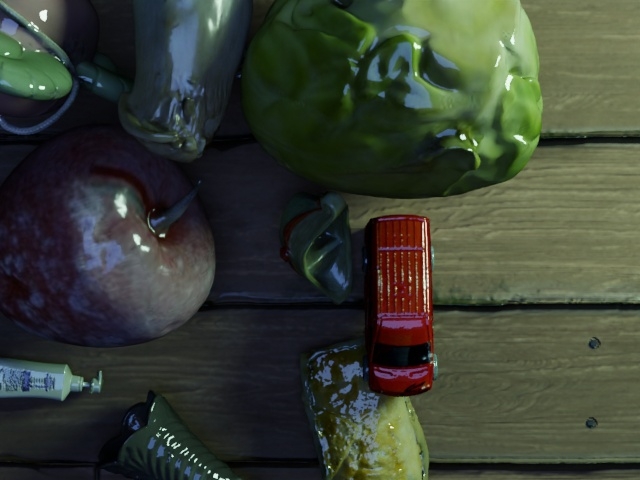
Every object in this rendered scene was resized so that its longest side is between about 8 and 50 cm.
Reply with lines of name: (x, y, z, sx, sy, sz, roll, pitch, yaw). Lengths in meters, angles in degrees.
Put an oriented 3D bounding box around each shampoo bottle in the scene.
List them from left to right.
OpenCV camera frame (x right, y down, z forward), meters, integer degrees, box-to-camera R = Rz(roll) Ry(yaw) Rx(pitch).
shampoo bottle: (-0.317, 0.160, 1.662, 0.141, 0.034, 0.049, 5, 94, -2)

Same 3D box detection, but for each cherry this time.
cherry: (-0.223, -0.002, 1.542, 0.285, 0.213, 0.236, -28, 82, 29)

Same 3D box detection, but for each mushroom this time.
mushroom: (-0.153, -0.272, 1.460, 0.177, 0.126, 0.397, -21, 72, 8)

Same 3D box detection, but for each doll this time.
doll: (-0.328, -0.184, 1.491, 0.268, 0.284, 0.216, 31, 105, 23)

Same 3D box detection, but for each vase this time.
vase: (-0.126, 0.278, 1.654, 0.237, 0.115, 0.115, 39, 98, -12)

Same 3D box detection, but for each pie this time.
pie: (0.057, 0.236, 1.664, 0.129, 0.068, 0.282, -13, 95, -3)

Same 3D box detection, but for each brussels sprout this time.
brussels sprout: (0.067, -0.163, 1.472, 0.328, 0.328, 0.247, 0, 73, -1)

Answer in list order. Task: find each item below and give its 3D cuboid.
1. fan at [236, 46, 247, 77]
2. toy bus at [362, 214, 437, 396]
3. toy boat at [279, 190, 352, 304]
fan: (-0.112, -0.212, 1.604, 0.056, 0.004, 0.083, -26, 101, 5)
toy bus: (0.087, 0.071, 1.600, 0.081, 0.089, 0.195, 0, 80, -1)
toy boat: (-0.001, -0.001, 1.595, 0.071, 0.185, 0.089, 37, 63, 27)
